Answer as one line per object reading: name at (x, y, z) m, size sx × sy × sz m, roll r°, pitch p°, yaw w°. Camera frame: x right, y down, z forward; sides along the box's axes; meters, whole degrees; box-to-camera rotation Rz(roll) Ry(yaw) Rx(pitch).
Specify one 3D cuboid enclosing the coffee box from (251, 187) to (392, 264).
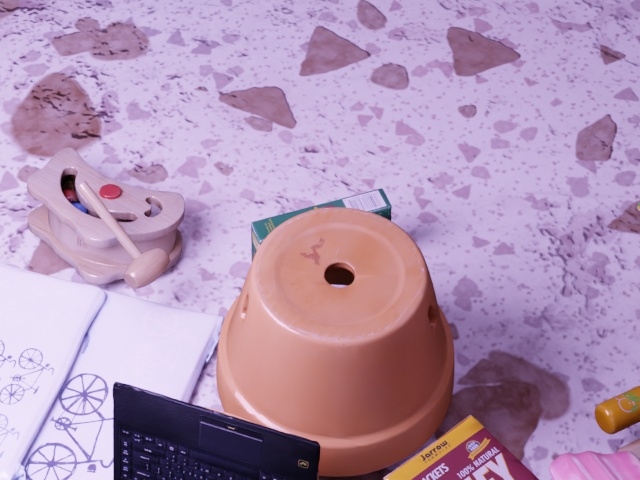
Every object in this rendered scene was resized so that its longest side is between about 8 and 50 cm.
coffee box at (0.000, 0.000, 1.955) m, size 0.184 × 0.113 × 0.040 m, roll -16°, pitch 53°, yaw -13°

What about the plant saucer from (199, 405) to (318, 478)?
plant saucer at (-0.101, 0.249, 1.687) m, size 0.200 × 0.200 × 0.037 m, roll 15°, pitch 61°, yaw 11°

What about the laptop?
laptop at (-0.139, 0.314, 1.603) m, size 0.234 × 0.264 × 0.136 m, roll 15°, pitch 40°, yaw 11°

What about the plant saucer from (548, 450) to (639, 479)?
plant saucer at (0.371, 0.336, 1.543) m, size 0.084 × 0.332 × 0.332 m, roll -42°, pitch 58°, yaw 3°

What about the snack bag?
snack bag at (-0.321, 0.177, 1.844) m, size 0.343 × 0.037 × 0.323 m, roll 14°, pitch 50°, yaw 9°

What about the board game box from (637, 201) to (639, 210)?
board game box at (0.544, -0.107, 2.096) m, size 0.124 × 0.039 × 0.259 m, roll 19°, pitch 53°, yaw 24°

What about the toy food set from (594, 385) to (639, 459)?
toy food set at (0.429, 0.260, 1.740) m, size 0.105 × 0.111 × 0.232 m, roll -22°, pitch 32°, yaw -19°

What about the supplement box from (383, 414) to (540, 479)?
supplement box at (0.171, 0.334, 1.623) m, size 0.129 × 0.194 × 0.191 m, roll -32°, pitch 57°, yaw -25°

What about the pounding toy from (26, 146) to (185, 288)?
pounding toy at (-0.262, -0.048, 1.950) m, size 0.154 × 0.154 × 0.269 m, roll -28°, pitch 51°, yaw -36°

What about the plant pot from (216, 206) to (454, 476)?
plant pot at (0.020, 0.101, 1.756) m, size 0.291 × 0.203 × 0.290 m, roll 1°, pitch 51°, yaw -1°
